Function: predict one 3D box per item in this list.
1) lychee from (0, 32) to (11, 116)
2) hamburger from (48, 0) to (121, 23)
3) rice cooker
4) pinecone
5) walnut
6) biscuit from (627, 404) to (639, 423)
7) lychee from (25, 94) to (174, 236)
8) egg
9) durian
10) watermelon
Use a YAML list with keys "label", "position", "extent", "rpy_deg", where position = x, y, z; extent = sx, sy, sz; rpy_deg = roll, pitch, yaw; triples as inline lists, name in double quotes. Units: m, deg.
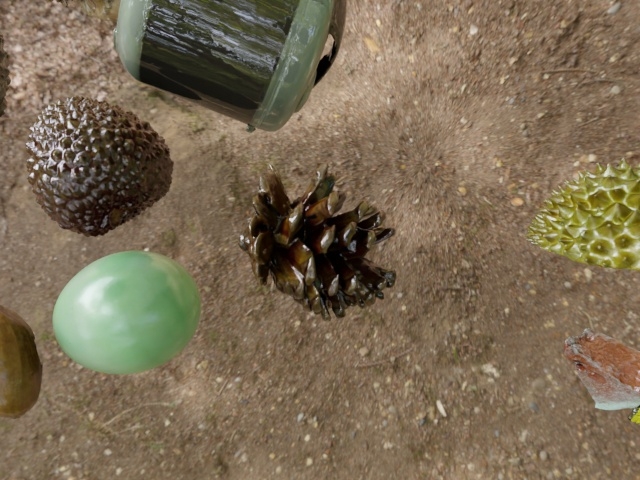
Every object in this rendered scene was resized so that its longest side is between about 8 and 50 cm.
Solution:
- label: "lychee"
  position: [-0.514, -0.183, 0.637]
  extent: [0.300, 0.300, 0.300]
  rpy_deg: [1, 98, 10]
- label: "hamburger"
  position: [-0.524, -0.673, 1.269]
  extent: [0.287, 0.268, 0.445]
  rpy_deg: [-15, 68, 17]
- label: "rice cooker"
  position: [-0.123, -0.362, 0.897]
  extent: [0.325, 0.335, 0.335]
  rpy_deg: [19, 101, -13]
- label: "pinecone"
  position: [-0.003, 0.002, 0.634]
  extent: [0.195, 0.179, 0.150]
  rpy_deg: [40, 93, 3]
- label: "walnut"
  position: [-0.531, 0.197, 0.937]
  extent: [0.116, 0.116, 0.207]
  rpy_deg: [-13, 96, 12]
- label: "biscuit"
  position: [0.333, 0.037, 0.433]
  extent: [0.292, 0.048, 0.026]
  rpy_deg: [-40, 86, -19]
- label: "lychee"
  position: [-0.420, -0.150, 1.038]
  extent: [0.272, 0.271, 0.271]
  rpy_deg: [1, 98, 10]
- label: "egg"
  position: [-0.349, 0.131, 1.019]
  extent: [0.270, 0.220, 0.220]
  rpy_deg: [-17, 94, 19]
- label: "durian"
  position: [0.451, -0.010, 0.785]
  extent: [0.306, 0.166, 0.172]
  rpy_deg: [2, 58, 19]
- label: "watermelon"
  position: [0.460, 0.205, 0.908]
  extent: [0.158, 0.098, 0.121]
  rpy_deg: [24, 145, 15]
